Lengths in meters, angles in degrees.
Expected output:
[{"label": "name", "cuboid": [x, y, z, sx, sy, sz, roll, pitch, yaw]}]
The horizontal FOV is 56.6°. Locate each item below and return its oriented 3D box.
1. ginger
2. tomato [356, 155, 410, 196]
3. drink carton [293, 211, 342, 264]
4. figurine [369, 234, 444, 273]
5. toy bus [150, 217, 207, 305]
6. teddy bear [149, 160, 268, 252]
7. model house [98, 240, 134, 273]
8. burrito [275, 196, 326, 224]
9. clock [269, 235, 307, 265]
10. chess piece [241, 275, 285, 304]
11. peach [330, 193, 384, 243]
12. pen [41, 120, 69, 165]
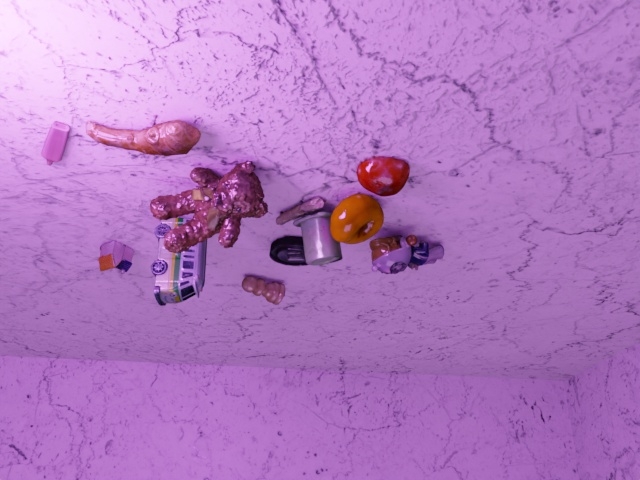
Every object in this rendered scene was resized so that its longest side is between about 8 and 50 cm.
[{"label": "ginger", "cuboid": [-0.446, -0.260, 1.487, 0.294, 0.086, 0.131, 4, 176, 5]}, {"label": "tomato", "cuboid": [0.173, -0.167, 1.654, 0.155, 0.069, 0.155, 2, 153, 1]}, {"label": "drink carton", "cuboid": [0.000, 0.000, 1.887, 0.144, 0.142, 0.146, -16, 166, 33]}, {"label": "figurine", "cuboid": [0.287, 0.054, 2.041, 0.194, 0.133, 0.274, -21, 157, 38]}, {"label": "toy bus", "cuboid": [-0.453, 0.064, 1.926, 0.164, 0.276, 0.134, -1, 155, -4]}, {"label": "teddy bear", "cuboid": [-0.310, -0.088, 1.666, 0.296, 0.246, 0.222, -22, 180, -18]}, {"label": "model house", "cuboid": [-0.739, 0.070, 2.142, 0.087, 0.100, 0.100, -16, 150, 30]}, {"label": "burrito", "cuboid": [-0.063, -0.091, 1.852, 0.185, 0.041, 0.045, -22, 136, 35]}, {"label": "clock", "cuboid": [-0.090, 0.040, 2.118, 0.184, 0.040, 0.184, 1, 155, 1]}, {"label": "chess piece", "cuboid": [-0.234, 0.190, 2.390, 0.170, 0.094, 0.094, 25, 146, -27]}, {"label": "peach", "cuboid": [0.109, -0.061, 1.806, 0.179, 0.103, 0.179, -23, 143, -18]}, {"label": "pen", "cuboid": [-0.703, -0.249, 1.573, 0.053, 0.032, 0.197, 15, 148, -28]}]
